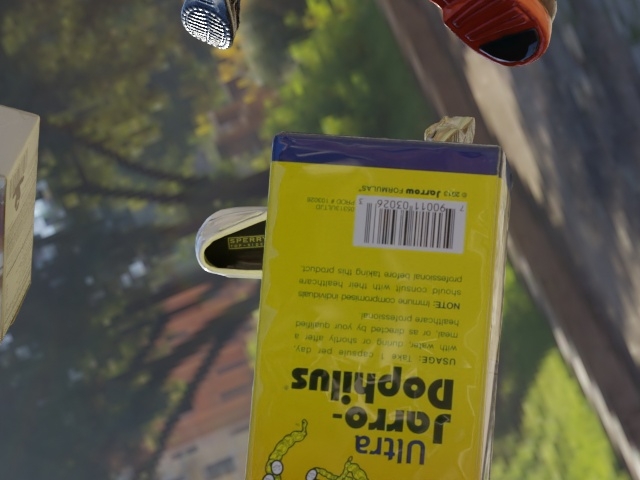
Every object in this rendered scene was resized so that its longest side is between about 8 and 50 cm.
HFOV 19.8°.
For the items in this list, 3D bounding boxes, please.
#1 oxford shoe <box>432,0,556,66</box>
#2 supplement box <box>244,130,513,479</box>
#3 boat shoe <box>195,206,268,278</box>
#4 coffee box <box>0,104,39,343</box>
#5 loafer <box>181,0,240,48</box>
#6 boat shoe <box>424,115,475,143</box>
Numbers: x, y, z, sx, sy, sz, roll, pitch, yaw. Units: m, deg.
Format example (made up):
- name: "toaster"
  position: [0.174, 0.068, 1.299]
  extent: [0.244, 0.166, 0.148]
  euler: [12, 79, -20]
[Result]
- name: "oxford shoe"
  position: [0.101, -0.269, 1.578]
  extent: [0.271, 0.097, 0.098]
  euler: [45, -136, -23]
- name: "supplement box"
  position: [0.053, 0.100, 1.570]
  extent: [0.194, 0.195, 0.356]
  euler: [34, -120, -80]
- name: "boat shoe"
  position: [0.000, 0.000, 1.871]
  extent: [0.084, 0.258, 0.095]
  euler: [-89, -13, -76]
- name: "coffee box"
  position: [-0.361, -0.023, 1.806]
  extent: [0.246, 0.141, 0.098]
  euler: [103, -177, -46]
- name: "loafer"
  position: [-0.135, -0.334, 2.445]
  extent: [0.080, 0.078, 0.220]
  euler: [25, 155, 9]
- name: "boat shoe"
  position: [0.141, -0.113, 2.110]
  extent: [0.135, 0.045, 0.050]
  euler: [-38, -46, -67]
